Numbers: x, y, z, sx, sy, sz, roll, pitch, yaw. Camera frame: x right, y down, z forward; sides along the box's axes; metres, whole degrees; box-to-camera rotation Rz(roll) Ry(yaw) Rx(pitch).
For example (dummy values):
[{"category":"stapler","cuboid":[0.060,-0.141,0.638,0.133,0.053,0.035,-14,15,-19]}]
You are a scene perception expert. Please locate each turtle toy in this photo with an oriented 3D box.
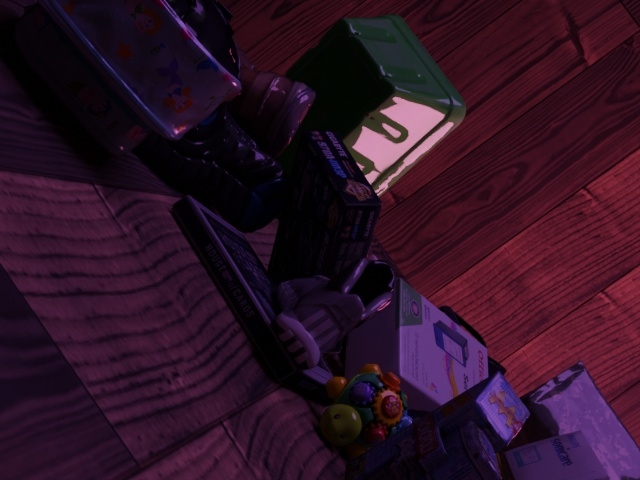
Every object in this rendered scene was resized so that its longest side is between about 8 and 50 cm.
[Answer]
[{"category":"turtle toy","cuboid":[0.048,0.187,1.560,0.066,0.130,0.095,-19,-91,52]}]

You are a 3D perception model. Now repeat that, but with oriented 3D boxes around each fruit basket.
[{"category":"fruit basket","cuboid":[0.057,-0.194,2.450,0.283,0.392,0.392,57,6,24]}]

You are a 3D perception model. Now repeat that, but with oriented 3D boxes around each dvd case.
[{"category":"dvd case","cuboid":[-0.068,0.070,1.613,0.238,0.029,0.179,58,7,21]}]

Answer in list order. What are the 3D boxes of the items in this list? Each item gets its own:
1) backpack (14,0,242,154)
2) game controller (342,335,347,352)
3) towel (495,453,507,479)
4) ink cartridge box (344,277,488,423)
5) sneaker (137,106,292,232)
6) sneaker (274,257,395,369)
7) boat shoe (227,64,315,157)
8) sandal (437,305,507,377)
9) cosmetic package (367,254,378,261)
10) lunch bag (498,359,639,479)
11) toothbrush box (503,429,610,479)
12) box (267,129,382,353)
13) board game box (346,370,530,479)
[{"category":"backpack","cuboid":[-0.185,-0.200,1.435,0.225,0.191,0.253,50,1,-15]},{"category":"game controller","cuboid":[0.131,0.255,2.046,0.319,0.067,0.166,52,-8,-21]},{"category":"towel","cuboid":[0.254,0.382,2.038,0.021,0.102,0.237,11,17,-6]},{"category":"ink cartridge box","cuboid":[0.130,0.171,1.899,0.212,0.093,0.154,41,39,-38]},{"category":"sneaker","cuboid":[-0.165,-0.133,1.713,0.140,0.125,0.341,38,-11,38]},{"category":"sneaker","cuboid":[0.024,0.064,1.573,0.086,0.132,0.228,54,6,-10]},{"category":"boat shoe","cuboid":[-0.104,-0.162,1.919,0.116,0.123,0.324,30,-19,-9]},{"category":"sandal","cuboid":[0.218,0.147,2.220,0.097,0.054,0.254,29,4,-29]},{"category":"cosmetic package","cuboid":[0.090,0.112,2.354,0.117,0.085,0.231,54,8,-9]},{"category":"lunch bag","cuboid":[0.356,0.361,2.284,0.235,0.169,0.287,56,-38,9]},{"category":"toothbrush box","cuboid":[0.364,0.442,2.018,0.216,0.126,0.295,-90,164,-79]},{"category":"box","cuboid":[0.000,0.000,1.777,0.051,0.220,0.175,1,32,-22]},{"category":"board game box","cuboid":[0.119,0.216,1.446,0.060,0.194,0.194,54,5,-4]}]
